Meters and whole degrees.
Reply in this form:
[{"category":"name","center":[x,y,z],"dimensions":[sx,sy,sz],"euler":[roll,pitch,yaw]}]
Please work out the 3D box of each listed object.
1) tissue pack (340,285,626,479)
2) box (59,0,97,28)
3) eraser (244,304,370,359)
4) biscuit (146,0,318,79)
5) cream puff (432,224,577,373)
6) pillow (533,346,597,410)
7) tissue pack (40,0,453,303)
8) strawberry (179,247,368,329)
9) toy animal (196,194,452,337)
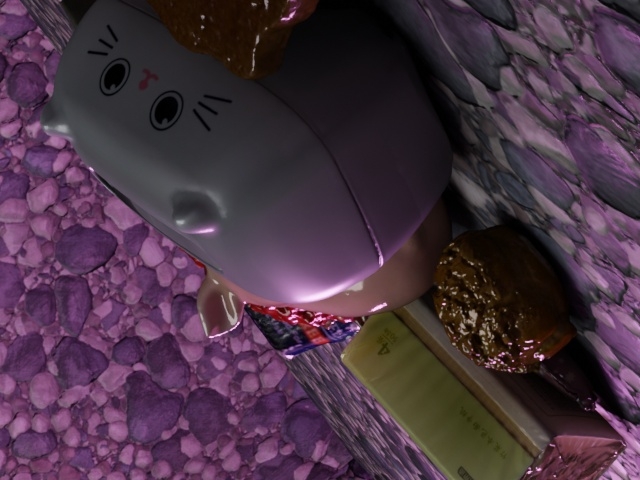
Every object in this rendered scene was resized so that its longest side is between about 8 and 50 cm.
[{"category":"tissue pack","center":[0.156,0.153,1.708],"dimensions":[0.234,0.125,0.159],"euler":[47,-161,31]},{"category":"box","center":[-0.138,-0.171,1.803],"dimensions":[0.231,0.149,0.155],"euler":[56,176,33]},{"category":"eraser","center":[-0.061,-0.007,2.204],"dimensions":[0.332,0.155,0.101],"euler":[55,-147,-22]},{"category":"biscuit","center":[-0.086,-0.260,1.325],"dimensions":[0.273,0.049,0.257],"euler":[52,147,24]},{"category":"cream puff","center":[0.152,0.055,1.527],"dimensions":[0.126,0.103,0.144],"euler":[46,169,36]},{"category":"pillow","center":[0.192,0.087,1.647],"dimensions":[0.185,0.043,0.118],"euler":[42,-175,8]},{"category":"tissue pack","center":[-0.072,-0.094,1.508],"dimensions":[0.333,0.236,0.229],"euler":[34,161,42]},{"category":"strawberry","center":[-0.072,0.002,1.939],"dimensions":[0.306,0.138,0.233],"euler":[19,-158,-5]},{"category":"toy animal","center":[0.004,-0.003,1.669],"dimensions":[0.250,0.166,0.154],"euler":[0,135,20]}]
